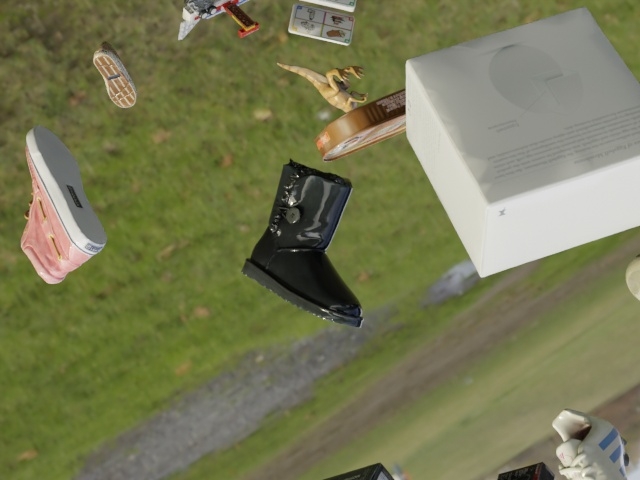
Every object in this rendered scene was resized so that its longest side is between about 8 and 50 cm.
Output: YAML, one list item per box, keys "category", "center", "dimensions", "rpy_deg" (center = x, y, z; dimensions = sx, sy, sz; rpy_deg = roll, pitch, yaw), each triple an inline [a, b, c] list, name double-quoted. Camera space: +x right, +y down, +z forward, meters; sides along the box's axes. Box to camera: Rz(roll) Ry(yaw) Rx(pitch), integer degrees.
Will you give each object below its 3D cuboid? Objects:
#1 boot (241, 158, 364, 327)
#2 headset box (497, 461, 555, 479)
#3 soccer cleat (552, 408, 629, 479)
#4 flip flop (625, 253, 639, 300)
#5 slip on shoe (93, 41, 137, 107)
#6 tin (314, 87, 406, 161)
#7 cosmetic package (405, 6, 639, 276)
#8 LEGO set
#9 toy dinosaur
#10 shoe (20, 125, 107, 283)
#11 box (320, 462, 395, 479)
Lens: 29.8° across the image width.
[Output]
- category: "boot"
  center: [0.000, 0.000, 1.857]
  dimensions: [0.094, 0.246, 0.207]
  rpy_deg: [15, 100, -51]
- category: "headset box"
  center: [0.270, 0.332, 1.589]
  dimensions: [0.083, 0.032, 0.062]
  rpy_deg: [-25, -153, 38]
- category: "soccer cleat"
  center: [0.462, 0.416, 2.026]
  dimensions: [0.116, 0.143, 0.331]
  rpy_deg: [-52, -160, 25]
- category: "flip flop"
  center: [0.443, 0.088, 1.304]
  dimensions: [0.080, 0.277, 0.112]
  rpy_deg: [-40, 133, -28]
- category: "slip on shoe"
  center: [-0.361, -0.292, 2.123]
  dimensions: [0.051, 0.041, 0.135]
  rpy_deg: [-13, 140, 14]
- category: "tin"
  center: [0.076, -0.152, 1.529]
  dimensions: [0.189, 0.040, 0.106]
  rpy_deg: [-24, 169, -28]
- category: "cosmetic package"
  center: [0.238, -0.110, 1.330]
  dimensions: [0.224, 0.225, 0.138]
  rpy_deg: [-17, 143, -8]
- category: "LEGO set"
  center: [-0.075, -0.317, 1.497]
  dimensions: [0.244, 0.182, 0.060]
  rpy_deg: [11, 144, -4]
- category: "toy dinosaur"
  center: [0.017, -0.281, 2.197]
  dimensions: [0.112, 0.211, 0.064]
  rpy_deg: [-48, -173, 45]
- category: "shoe"
  center: [-0.304, -0.040, 1.334]
  dimensions: [0.081, 0.178, 0.063]
  rpy_deg: [-39, 153, 20]
- category: "box"
  center: [0.062, 0.393, 1.489]
  dimensions: [0.183, 0.233, 0.059]
  rpy_deg: [-24, -160, 37]
